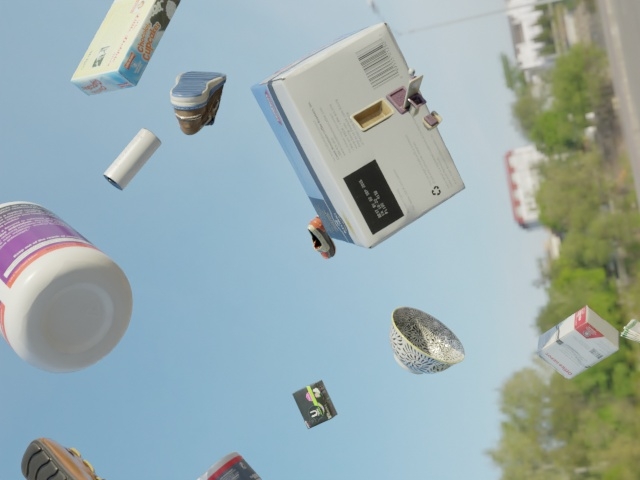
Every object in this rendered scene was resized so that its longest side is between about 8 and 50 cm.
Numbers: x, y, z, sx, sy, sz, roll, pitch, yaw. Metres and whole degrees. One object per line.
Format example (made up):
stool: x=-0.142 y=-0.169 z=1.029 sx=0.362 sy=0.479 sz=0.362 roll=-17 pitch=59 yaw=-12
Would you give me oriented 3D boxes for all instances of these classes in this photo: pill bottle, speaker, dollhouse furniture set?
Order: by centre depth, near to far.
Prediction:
pill bottle: x=-0.415 y=0.053 z=1.569 sx=0.323 sy=0.181 sz=0.181 roll=30 pitch=147 yaw=50
dollhouse furniture set: x=0.112 y=-0.194 z=1.575 sx=0.091 sy=0.114 sz=0.081 roll=51 pitch=158 yaw=20
pill bottle: x=-0.119 y=0.445 z=1.763 sx=0.180 sy=0.108 sz=0.108 roll=46 pitch=-173 yaw=15
speaker: x=-0.403 y=-0.173 z=2.302 sx=0.136 sy=0.055 sz=0.055 roll=-53 pitch=-33 yaw=-16

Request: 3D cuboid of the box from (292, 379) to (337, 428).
box: x=-0.011 y=0.346 z=2.280 sx=0.083 sy=0.062 sz=0.052 roll=65 pitch=-168 yaw=5

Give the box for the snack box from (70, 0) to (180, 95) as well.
snack box: x=-0.396 y=-0.463 z=2.300 sx=0.060 sy=0.187 sz=0.322 roll=39 pitch=-115 yaw=-36

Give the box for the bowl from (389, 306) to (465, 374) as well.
bowl: x=0.200 y=0.218 z=2.178 sx=0.080 sy=0.170 sz=0.170 roll=-59 pitch=3 yaw=25

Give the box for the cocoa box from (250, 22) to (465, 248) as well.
cocoa box: x=0.065 y=-0.194 z=2.011 sx=0.347 sy=0.231 sz=0.228 roll=62 pitch=167 yaw=-13

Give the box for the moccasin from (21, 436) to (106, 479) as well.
moccasin: x=-0.478 y=0.547 z=2.212 sx=0.147 sy=0.380 sz=0.139 roll=20 pitch=-83 yaw=-47

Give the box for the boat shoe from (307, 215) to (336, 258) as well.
boat shoe: x=0.000 y=0.000 z=2.320 sx=0.043 sy=0.049 sz=0.137 roll=-48 pitch=-30 yaw=-23

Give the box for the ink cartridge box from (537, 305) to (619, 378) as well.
ink cartridge box: x=0.522 y=0.208 z=2.186 sx=0.099 sy=0.135 sz=0.056 roll=38 pitch=-143 yaw=-16

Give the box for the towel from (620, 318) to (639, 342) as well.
towel: x=0.746 y=0.213 z=2.367 sx=0.113 sy=0.152 sz=0.023 roll=-20 pitch=-55 yaw=-60

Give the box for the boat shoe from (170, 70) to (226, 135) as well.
boat shoe: x=-0.173 y=-0.193 z=1.502 sx=0.183 sy=0.066 sz=0.066 roll=-66 pitch=-21 yaw=-68
